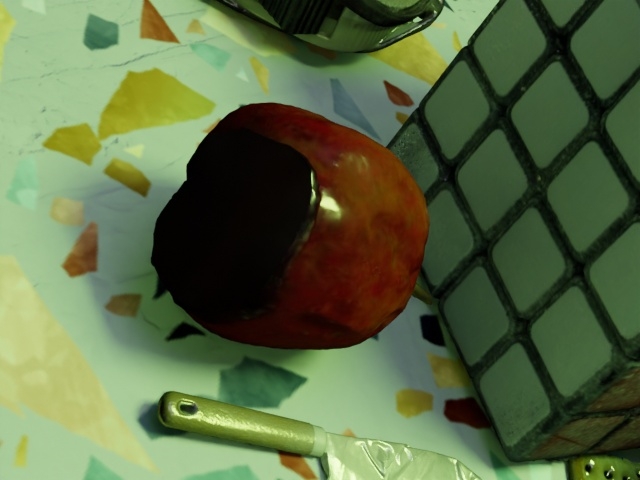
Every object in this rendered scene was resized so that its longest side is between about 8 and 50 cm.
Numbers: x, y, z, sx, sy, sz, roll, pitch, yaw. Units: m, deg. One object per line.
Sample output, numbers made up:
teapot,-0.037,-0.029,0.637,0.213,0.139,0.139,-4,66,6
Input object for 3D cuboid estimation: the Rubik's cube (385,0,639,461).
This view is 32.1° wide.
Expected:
Rubik's cube,0.308,-0.038,0.978,0.345,0.343,0.337,2,51,-35

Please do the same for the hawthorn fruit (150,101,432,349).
hawthorn fruit,0.000,0.000,0.844,0.251,0.189,0.189,17,47,-31

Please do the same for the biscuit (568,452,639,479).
biscuit,0.317,0.264,0.986,0.231,0.016,0.139,21,46,-20

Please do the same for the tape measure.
tape measure,-0.003,-0.277,1.120,0.231,0.133,0.271,42,43,11

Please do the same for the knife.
knife,0.011,0.163,0.841,0.298,0.017,0.047,18,49,-30
